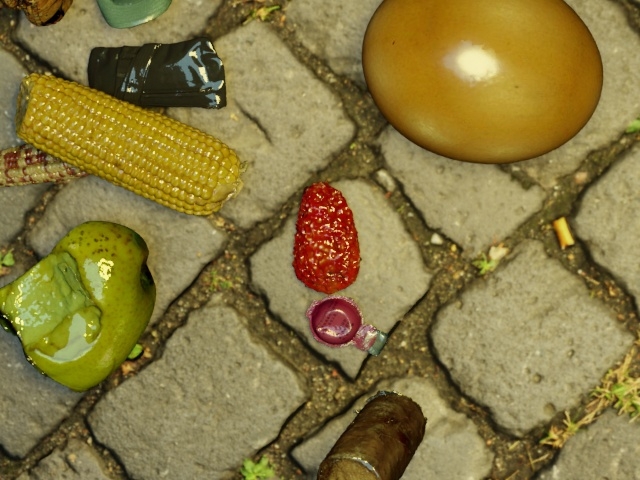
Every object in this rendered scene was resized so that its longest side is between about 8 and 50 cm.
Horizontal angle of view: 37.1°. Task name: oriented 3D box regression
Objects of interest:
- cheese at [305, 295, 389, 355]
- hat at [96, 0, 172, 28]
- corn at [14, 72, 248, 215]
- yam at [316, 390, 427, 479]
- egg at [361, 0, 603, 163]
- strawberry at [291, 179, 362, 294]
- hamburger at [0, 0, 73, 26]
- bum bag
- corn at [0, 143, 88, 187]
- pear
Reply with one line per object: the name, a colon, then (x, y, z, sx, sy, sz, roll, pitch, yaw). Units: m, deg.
cheese: (0.045, 0.146, 1.616, 0.145, 0.038, 0.095, 29, 104, -3)
hat: (-0.308, -0.423, 1.560, 0.138, 0.078, 0.190, -13, 78, 3)
corn: (-0.309, -0.150, 1.541, 0.387, 0.144, 0.143, 19, 102, -11)
yam: (0.083, 0.341, 1.529, 0.131, 0.280, 0.131, 4, 103, 18)
egg: (0.234, -0.254, 1.392, 0.351, 0.282, 0.282, 15, 102, 7)
strawberry: (0.000, 0.000, 1.578, 0.121, 0.082, 0.188, -8, 101, 13)
hamburger: (-0.436, -0.453, 1.506, 0.107, 0.231, 0.231, 24, 103, -6)
bum bag: (-0.273, -0.269, 1.586, 0.249, 0.060, 0.123, -1, 100, 11)
corn: (-0.495, -0.129, 1.637, 0.237, 0.079, 0.079, -10, 98, 11)
pear: (-0.383, 0.105, 1.617, 0.255, 0.164, 0.238, -35, 90, 12)
